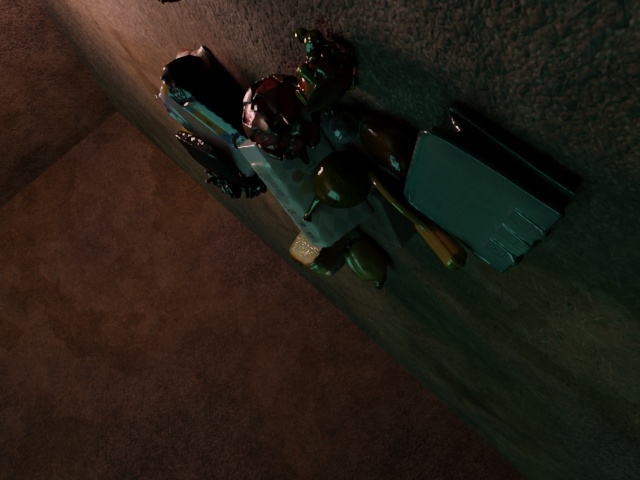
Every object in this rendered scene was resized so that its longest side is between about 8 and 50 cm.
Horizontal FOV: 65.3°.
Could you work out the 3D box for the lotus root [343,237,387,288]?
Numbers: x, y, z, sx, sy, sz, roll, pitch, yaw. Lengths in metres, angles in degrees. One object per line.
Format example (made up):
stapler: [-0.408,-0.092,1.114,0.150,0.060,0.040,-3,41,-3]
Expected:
lotus root: [0.166,0.080,1.744,0.221,0.118,0.125,48,166,-15]

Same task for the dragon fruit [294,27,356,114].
dragon fruit: [0.009,-0.334,0.985,0.142,0.138,0.174,-6,110,44]

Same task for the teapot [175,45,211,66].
teapot: [-0.393,-0.528,1.597,0.159,0.116,0.245,35,175,-11]

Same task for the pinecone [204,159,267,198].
pinecone: [-0.260,-0.248,1.725,0.244,0.257,0.243,33,148,24]

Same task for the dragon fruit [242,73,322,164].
dragon fruit: [-0.087,-0.286,1.163,0.193,0.192,0.274,10,-156,-3]

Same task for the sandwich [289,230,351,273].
sandwich: [0.001,0.000,1.778,0.087,0.226,0.251,34,174,-24]

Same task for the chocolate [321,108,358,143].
chocolate: [0.043,-0.256,1.117,0.072,0.072,0.167,49,-173,-19]

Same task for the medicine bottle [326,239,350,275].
medicine bottle: [0.042,0.043,1.948,0.147,0.143,0.147,40,161,16]

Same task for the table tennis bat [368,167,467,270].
table tennis bat: [0.213,-0.057,1.089,0.198,0.050,0.320,21,-152,-44]

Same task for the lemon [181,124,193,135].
lemon: [-0.395,-0.403,1.801,0.249,0.184,0.184,19,153,43]

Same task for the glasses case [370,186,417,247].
glasses case: [0.194,-0.071,1.307,0.047,0.071,0.205,37,166,42]

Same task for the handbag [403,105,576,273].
handbag: [0.294,-0.090,0.909,0.274,0.100,0.268,38,162,18]

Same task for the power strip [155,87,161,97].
power strip: [-0.403,-0.457,1.659,0.272,0.052,0.078,15,-164,-15]

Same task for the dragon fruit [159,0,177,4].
dragon fruit: [-0.358,-0.621,1.149,0.130,0.121,0.142,27,136,32]

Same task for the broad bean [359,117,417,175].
broad bean: [0.141,-0.197,1.042,0.165,0.085,0.114,37,149,50]

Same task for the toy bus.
toy bus: [-0.296,-0.359,1.470,0.386,0.171,0.162,38,141,-3]

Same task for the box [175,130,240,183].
box: [-0.342,-0.249,1.529,0.213,0.042,0.201,31,168,26]

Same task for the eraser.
eraser: [-0.032,-0.166,1.422,0.396,0.213,0.082,52,180,-33]

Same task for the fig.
fig: [0.035,-0.133,1.333,0.151,0.151,0.259,44,150,-1]
